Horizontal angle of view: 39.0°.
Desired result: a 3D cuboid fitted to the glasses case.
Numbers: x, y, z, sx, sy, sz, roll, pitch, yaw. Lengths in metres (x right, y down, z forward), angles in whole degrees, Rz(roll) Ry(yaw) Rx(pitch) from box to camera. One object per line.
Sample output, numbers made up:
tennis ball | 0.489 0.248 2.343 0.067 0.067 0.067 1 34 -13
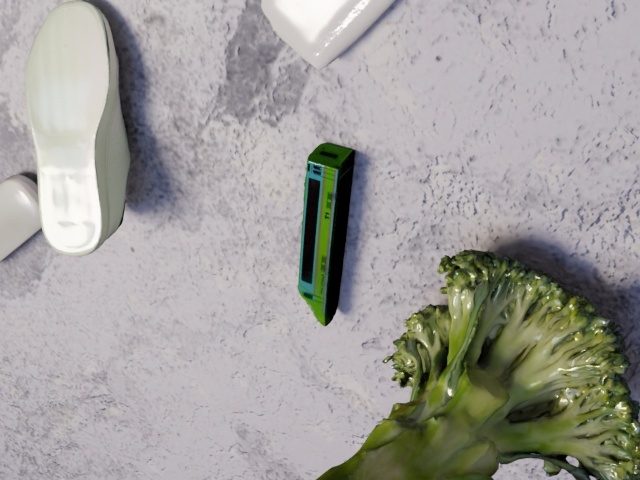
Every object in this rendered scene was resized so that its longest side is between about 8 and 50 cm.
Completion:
glasses case | -0.411 -0.020 1.157 0.197 0.049 0.076 -30 103 40

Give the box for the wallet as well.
wallet | 0.024 -0.232 0.778 0.095 0.033 0.190 48 131 -5

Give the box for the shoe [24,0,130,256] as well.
shoe | -0.254 -0.119 0.978 0.095 0.110 0.264 5 98 8

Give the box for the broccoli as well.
broccoli | 0.094 0.158 0.803 0.252 0.362 0.221 60 150 34

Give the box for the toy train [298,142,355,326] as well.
toy train | 0.000 0.000 0.940 0.042 0.044 0.209 19 128 18
